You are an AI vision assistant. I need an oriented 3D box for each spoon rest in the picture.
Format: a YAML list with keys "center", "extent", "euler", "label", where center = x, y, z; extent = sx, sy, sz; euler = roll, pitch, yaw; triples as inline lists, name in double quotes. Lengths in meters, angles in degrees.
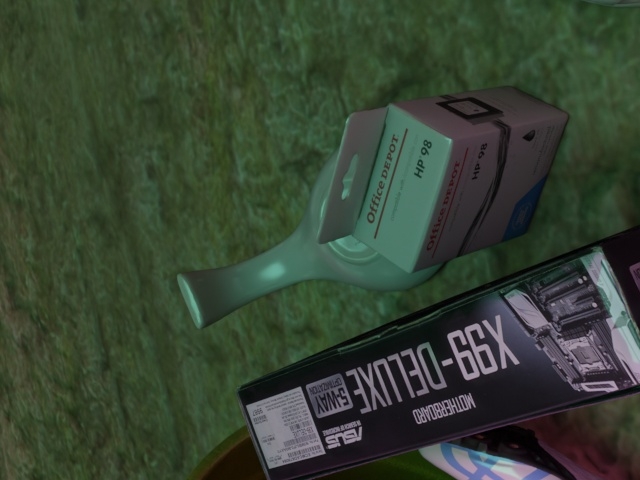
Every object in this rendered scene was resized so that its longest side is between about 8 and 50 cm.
- center: [0.000, 0.000, 0.914]
  extent: [0.276, 0.084, 0.137]
  euler: [-25, 85, 32]
  label: "spoon rest"

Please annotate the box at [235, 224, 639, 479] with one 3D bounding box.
- center: [0.129, 0.060, 0.674]
  extent: [0.307, 0.242, 0.076]
  euler: [-27, 82, 44]
  label: "box"

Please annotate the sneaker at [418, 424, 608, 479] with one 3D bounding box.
- center: [0.172, 0.195, 0.748]
  extent: [0.237, 0.085, 0.086]
  euler: [23, 100, 19]
  label: "sneaker"

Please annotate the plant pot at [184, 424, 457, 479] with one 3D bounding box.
- center: [0.017, 0.374, 0.830]
  extent: [0.366, 0.366, 0.353]
  euler: [48, 142, 24]
  label: "plant pot"

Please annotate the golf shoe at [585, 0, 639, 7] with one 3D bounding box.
- center: [0.217, -0.189, 0.593]
  extent: [0.306, 0.140, 0.115]
  euler: [8, 108, 45]
  label: "golf shoe"

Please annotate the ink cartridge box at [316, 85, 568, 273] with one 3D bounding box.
- center: [0.088, -0.043, 0.729]
  extent: [0.060, 0.180, 0.104]
  euler: [34, 124, 33]
  label: "ink cartridge box"
